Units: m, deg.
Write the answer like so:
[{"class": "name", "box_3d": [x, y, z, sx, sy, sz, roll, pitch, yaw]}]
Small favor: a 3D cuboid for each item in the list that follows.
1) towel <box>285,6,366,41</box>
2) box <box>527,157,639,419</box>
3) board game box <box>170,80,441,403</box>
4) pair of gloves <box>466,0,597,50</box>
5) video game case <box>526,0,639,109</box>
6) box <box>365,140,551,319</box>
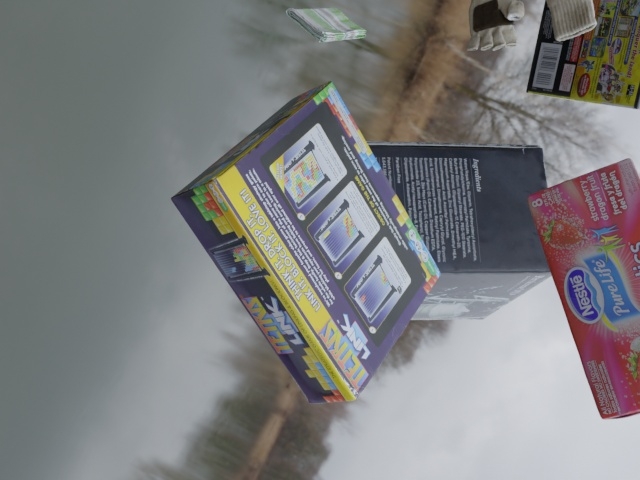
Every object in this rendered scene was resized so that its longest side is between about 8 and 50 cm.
[{"class": "towel", "box_3d": [0.015, -0.452, 1.546, 0.152, 0.113, 0.023, -23, 149, -46]}, {"class": "box", "box_3d": [0.332, 0.057, 0.824, 0.128, 0.122, 0.257, 22, 51, -62]}, {"class": "board game box", "box_3d": [0.000, 0.000, 0.509, 0.048, 0.170, 0.141, -14, -156, 44]}, {"class": "pair of gloves", "box_3d": [0.379, -0.448, 1.361, 0.042, 0.240, 0.204, 29, 62, -52]}, {"class": "video game case", "box_3d": [0.586, -0.433, 1.592, 0.035, 0.248, 0.275, -7, 111, -52]}, {"class": "box", "box_3d": [0.213, -0.001, 1.714, 0.480, 0.471, 0.298, 110, -23, -71]}]
